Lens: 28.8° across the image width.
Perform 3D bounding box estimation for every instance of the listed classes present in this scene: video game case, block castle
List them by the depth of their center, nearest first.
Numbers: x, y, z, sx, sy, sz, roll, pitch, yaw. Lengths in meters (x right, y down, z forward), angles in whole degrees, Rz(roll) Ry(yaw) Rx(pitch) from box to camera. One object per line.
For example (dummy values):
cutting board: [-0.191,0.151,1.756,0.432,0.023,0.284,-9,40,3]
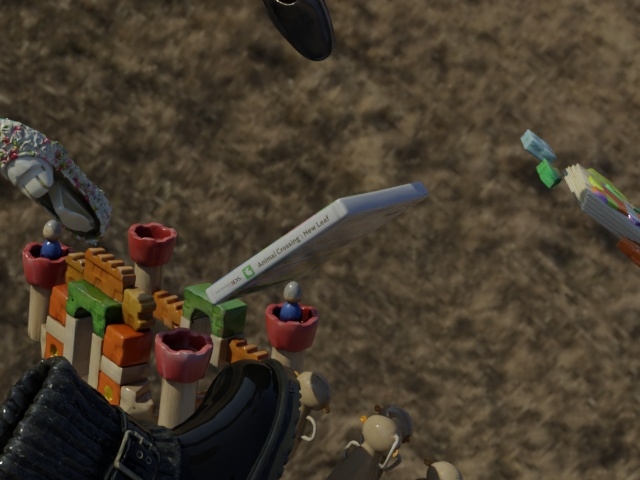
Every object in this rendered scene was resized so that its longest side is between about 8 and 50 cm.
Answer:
video game case: [0.000,0.000,1.361,0.023,0.193,0.212,60,28,7]
block castle: [-0.253,0.107,1.987,0.303,0.213,0.453,-12,29,-42]

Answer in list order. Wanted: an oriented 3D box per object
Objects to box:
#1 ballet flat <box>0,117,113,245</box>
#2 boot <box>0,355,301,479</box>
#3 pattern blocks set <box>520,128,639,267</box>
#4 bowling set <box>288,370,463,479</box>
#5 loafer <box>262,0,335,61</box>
ballet flat: [-0.363,-0.075,1.688,0.241,0.091,0.077,43,23,-43]
boot: [-0.170,0.186,1.188,0.260,0.131,0.348,38,38,-14]
pattern blocks set: [0.411,-0.029,1.675,0.324,0.026,0.285,30,21,-23]
bowling set: [0.086,0.260,1.434,0.200,0.154,0.287,-1,38,-51]
loafer: [-0.034,-0.251,1.283,0.170,0.062,0.061,56,10,-29]
